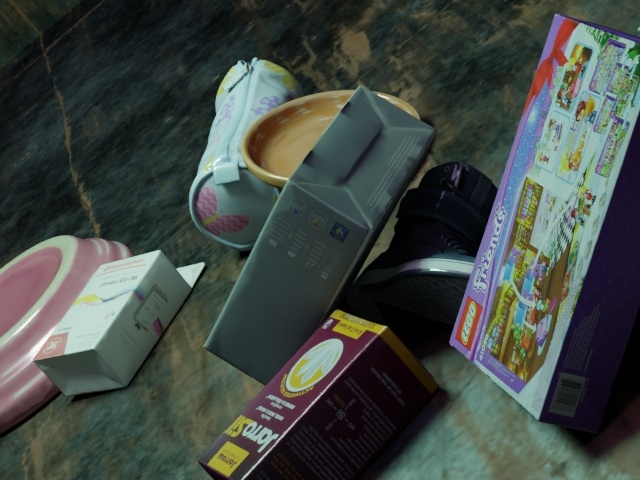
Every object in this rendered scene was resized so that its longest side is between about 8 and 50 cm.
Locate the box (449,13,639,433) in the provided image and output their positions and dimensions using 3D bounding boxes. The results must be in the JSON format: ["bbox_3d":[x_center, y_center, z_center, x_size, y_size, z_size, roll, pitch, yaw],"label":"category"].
[{"bbox_3d":[0.200,-0.020,1.522,0.201,0.057,0.293,-138,63,-68],"label":"box"}]

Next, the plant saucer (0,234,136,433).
[{"bbox_3d":[-0.371,0.108,2.395,0.332,0.084,0.332,-34,23,17],"label":"plant saucer"}]

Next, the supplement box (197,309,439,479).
[{"bbox_3d":[-0.003,0.159,1.684,0.188,0.081,0.104,-47,22,-13],"label":"supplement box"}]

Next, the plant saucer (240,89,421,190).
[{"bbox_3d":[0.013,-0.102,2.122,0.200,0.037,0.200,-8,31,5],"label":"plant saucer"}]

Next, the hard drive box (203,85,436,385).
[{"bbox_3d":[0.000,0.000,1.813,0.181,0.089,0.232,-55,-6,-50],"label":"hard drive box"}]

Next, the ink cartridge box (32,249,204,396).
[{"bbox_3d":[-0.228,0.081,2.222,0.115,0.067,0.198,-13,34,43],"label":"ink cartridge box"}]

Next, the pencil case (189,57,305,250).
[{"bbox_3d":[-0.082,-0.105,2.269,0.113,0.124,0.273,4,33,3],"label":"pencil case"}]

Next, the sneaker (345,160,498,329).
[{"bbox_3d":[0.129,-0.001,1.763,0.163,0.086,0.226,-53,23,-21],"label":"sneaker"}]

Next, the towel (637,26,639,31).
[{"bbox_3d":[0.381,-0.233,1.874,0.152,0.023,0.113,-38,21,9],"label":"towel"}]

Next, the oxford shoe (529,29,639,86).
[{"bbox_3d":[0.298,-0.137,1.782,0.227,0.083,0.096,-23,50,35],"label":"oxford shoe"}]
